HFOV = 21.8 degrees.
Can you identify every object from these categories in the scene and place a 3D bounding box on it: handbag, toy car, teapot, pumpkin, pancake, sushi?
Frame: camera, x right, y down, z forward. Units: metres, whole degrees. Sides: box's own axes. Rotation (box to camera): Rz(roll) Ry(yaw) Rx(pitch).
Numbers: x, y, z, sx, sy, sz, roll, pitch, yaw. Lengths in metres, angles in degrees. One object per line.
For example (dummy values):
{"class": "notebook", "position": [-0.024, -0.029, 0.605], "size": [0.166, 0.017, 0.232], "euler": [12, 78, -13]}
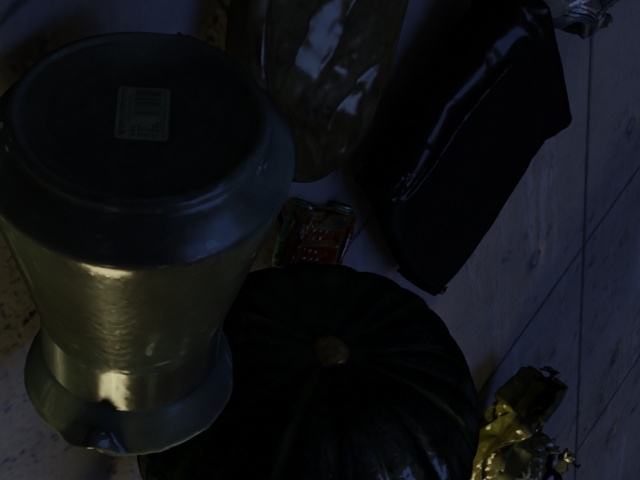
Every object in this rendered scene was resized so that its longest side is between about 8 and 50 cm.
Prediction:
{"class": "handbag", "position": [0.119, -0.085, 1.424], "size": [0.223, 0.080, 0.247], "euler": [-52, 156, -9]}
{"class": "toy car", "position": [0.000, 0.000, 1.310], "size": [0.122, 0.035, 0.059], "euler": [3, 107, -62]}
{"class": "teapot", "position": [-0.107, -0.004, 0.969], "size": [0.225, 0.171, 0.203], "euler": [99, -2, -47]}
{"class": "pumpkin", "position": [-0.008, 0.136, 1.178], "size": [0.250, 0.250, 0.216], "euler": [-53, 155, -23]}
{"class": "pancake", "position": [-0.003, -0.155, 1.144], "size": [0.242, 0.050, 0.242], "euler": [-49, 147, -46]}
{"class": "sushi", "position": [0.201, 0.282, 1.884], "size": [0.139, 0.131, 0.291], "euler": [-35, 151, -50]}

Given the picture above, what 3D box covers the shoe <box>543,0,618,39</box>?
{"class": "shoe", "position": [0.234, -0.225, 1.495], "size": [0.180, 0.089, 0.092], "euler": [-7, 119, -59]}
